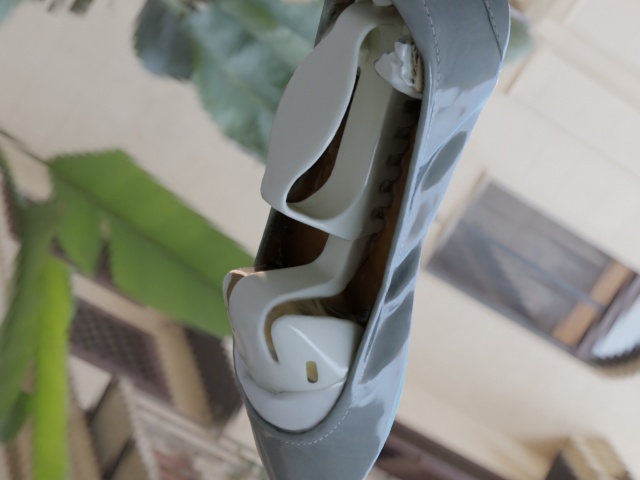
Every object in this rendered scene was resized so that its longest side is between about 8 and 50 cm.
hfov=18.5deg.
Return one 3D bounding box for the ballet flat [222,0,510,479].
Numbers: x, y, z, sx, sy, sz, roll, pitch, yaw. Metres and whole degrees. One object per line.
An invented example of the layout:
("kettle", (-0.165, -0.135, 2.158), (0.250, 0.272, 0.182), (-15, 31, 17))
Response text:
("ballet flat", (0.000, 0.000, 0.650), (0.072, 0.068, 0.213), (35, -62, 36))
